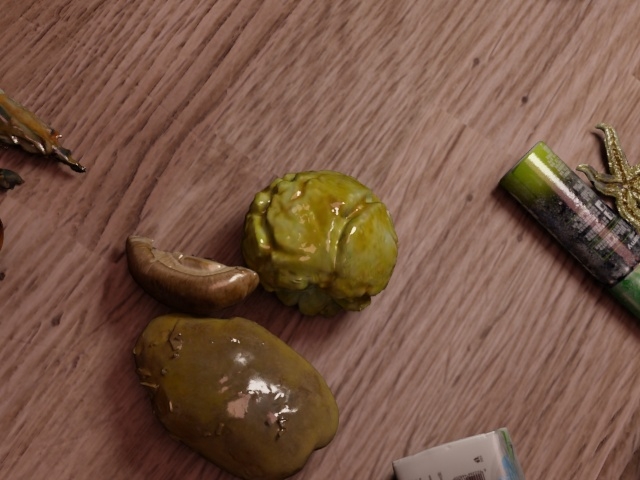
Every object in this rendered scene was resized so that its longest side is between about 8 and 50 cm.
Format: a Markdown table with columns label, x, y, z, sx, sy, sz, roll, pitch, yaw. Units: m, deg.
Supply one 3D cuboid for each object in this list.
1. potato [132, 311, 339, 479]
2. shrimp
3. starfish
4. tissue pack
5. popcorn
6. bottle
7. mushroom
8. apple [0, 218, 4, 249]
| label | x | y | z | sx | sy | sz | roll | pitch | yaw |
| --- | --- | --- | --- | --- | --- | --- | --- | --- | --- |
| potato | -0.117 | 0.204 | 1.458 | 0.296 | 0.141 | 0.191 | 31 | 67 | 1 |
| shrimp | -0.464 | -0.137 | 1.529 | 0.254 | 0.059 | 0.145 | 37 | 73 | 1 |
| starfish | 0.501 | -0.101 | 1.718 | 0.176 | 0.053 | 0.208 | -38 | 87 | -20 |
| tissue pack | 0.217 | 0.386 | 1.487 | 0.159 | 0.145 | 0.229 | -21 | 76 | 17 |
| popcorn | 0.000 | 0.000 | 1.522 | 0.221 | 0.183 | 0.204 | 24 | 65 | -3 |
| bottle | 0.420 | -0.006 | 1.653 | 0.330 | 0.093 | 0.093 | 45 | 71 | 4 |
| mushroom | -0.191 | 0.052 | 1.480 | 0.210 | 0.094 | 0.072 | 15 | 109 | 18 |
| apple | -0.489 | -0.007 | 1.438 | 0.147 | 0.146 | 0.146 | 3 | 73 | -11 |
